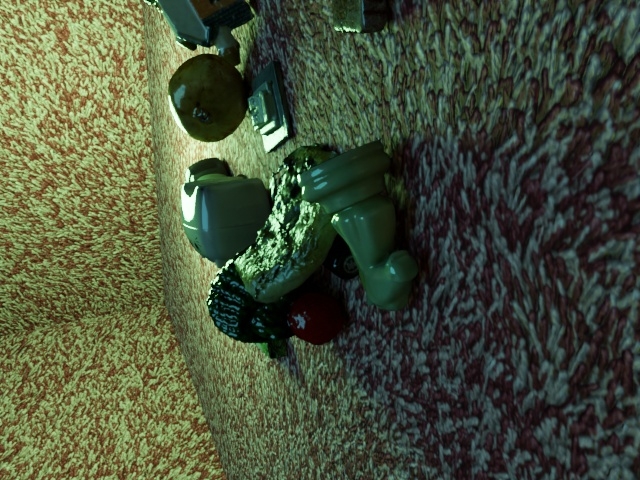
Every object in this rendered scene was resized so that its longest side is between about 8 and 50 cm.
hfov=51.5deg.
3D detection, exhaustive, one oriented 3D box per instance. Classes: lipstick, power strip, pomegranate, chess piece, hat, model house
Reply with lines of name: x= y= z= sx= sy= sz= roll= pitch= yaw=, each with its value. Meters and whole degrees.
lipstick: x=0.000 y=0.000 z=1.455 sx=0.299 sy=0.081 sz=0.081 roll=-140 pitch=44 yaw=-58
power strip: x=-0.146 y=-0.334 z=1.689 sx=0.213 sy=0.064 sz=0.198 roll=165 pitch=92 yaw=-68
pomegranate: x=-0.317 y=-0.399 z=1.872 sx=0.248 sy=0.248 sz=0.248 roll=169 pitch=90 yaw=-69
chess piece: x=0.087 y=-0.012 z=1.172 sx=0.298 sy=0.175 sz=0.176 roll=67 pitch=159 yaw=-4
hat: x=-0.081 y=0.159 z=1.579 sx=0.332 sy=0.274 sz=0.242 roll=21 pitch=135 yaw=33
model house: x=-0.292 y=-0.601 z=1.753 sx=0.301 sy=0.271 sz=0.190 roll=63 pitch=-174 yaw=-16

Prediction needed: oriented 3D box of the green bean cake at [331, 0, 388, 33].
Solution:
green bean cake: x=0.066 y=-0.421 z=1.121 sx=0.135 sy=0.056 sz=0.135 roll=-143 pitch=48 yaw=-60

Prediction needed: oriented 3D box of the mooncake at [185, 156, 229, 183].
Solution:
mooncake: x=-0.382 y=-0.159 z=2.289 sx=0.245 sy=0.133 sz=0.245 roll=163 pitch=90 yaw=-73

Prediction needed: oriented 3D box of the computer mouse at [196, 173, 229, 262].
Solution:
computer mouse: x=-0.328 y=-0.072 z=2.137 sx=0.097 sy=0.159 sz=0.288 roll=-7 pitch=93 yaw=63

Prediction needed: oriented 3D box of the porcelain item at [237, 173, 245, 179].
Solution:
porcelain item: x=-0.254 y=-0.177 z=2.087 sx=0.083 sy=0.028 sz=0.036 roll=116 pitch=155 yaw=-59

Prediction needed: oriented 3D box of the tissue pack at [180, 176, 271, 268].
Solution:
tissue pack: x=-0.272 y=-0.059 z=1.905 sx=0.333 sy=0.229 sz=0.236 roll=-162 pitch=64 yaw=-67

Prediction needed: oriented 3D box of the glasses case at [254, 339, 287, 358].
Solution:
glasses case: x=-0.180 y=0.286 z=2.071 sx=0.272 sy=0.062 sz=0.095 roll=-164 pitch=65 yaw=-66

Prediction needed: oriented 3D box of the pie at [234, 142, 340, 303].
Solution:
pie: x=-0.055 y=-0.041 z=1.416 sx=0.296 sy=0.078 sz=0.371 roll=2 pitch=69 yaw=53
